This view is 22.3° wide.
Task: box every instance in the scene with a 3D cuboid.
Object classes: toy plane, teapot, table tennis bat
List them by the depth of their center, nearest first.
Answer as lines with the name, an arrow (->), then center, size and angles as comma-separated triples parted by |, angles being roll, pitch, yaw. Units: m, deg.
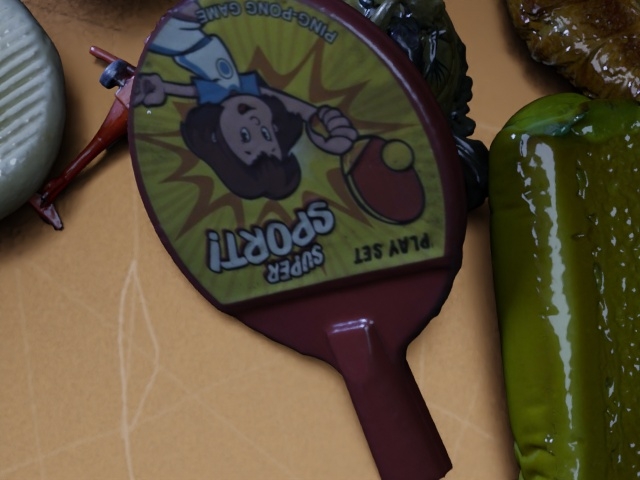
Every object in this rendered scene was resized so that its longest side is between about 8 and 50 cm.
table tennis bat -> 0.000, 0.000, 1.212 | 0.268, 0.051, 0.414 | -13, 107, 33
teapot -> 0.045, -0.127, 1.233 | 0.173, 0.182, 0.269 | -43, 100, -16
toy plane -> -0.166, -0.102, 1.297 | 0.194, 0.077, 0.126 | -25, 85, 1

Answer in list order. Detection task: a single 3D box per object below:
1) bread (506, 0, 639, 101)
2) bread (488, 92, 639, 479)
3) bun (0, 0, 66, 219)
bread -> 0.208, -0.181, 1.303 | 0.105, 0.076, 0.233 | -26, 74, -16
bread -> 0.209, 0.079, 1.229 | 0.166, 0.112, 0.383 | -7, 92, -22
bun -> -0.302, -0.101, 1.277 | 0.222, 0.127, 0.222 | 4, 68, -10
